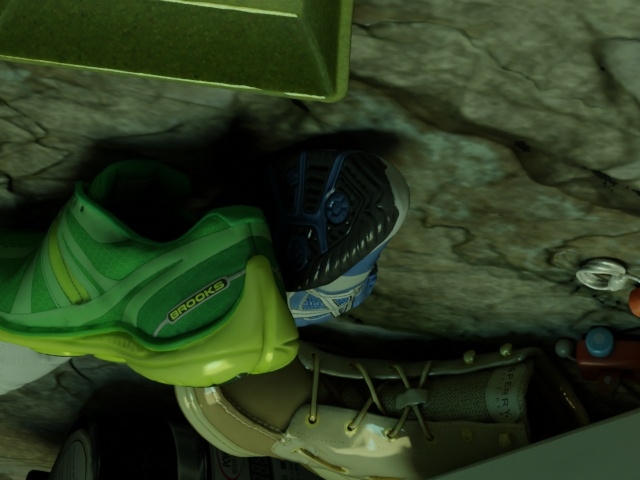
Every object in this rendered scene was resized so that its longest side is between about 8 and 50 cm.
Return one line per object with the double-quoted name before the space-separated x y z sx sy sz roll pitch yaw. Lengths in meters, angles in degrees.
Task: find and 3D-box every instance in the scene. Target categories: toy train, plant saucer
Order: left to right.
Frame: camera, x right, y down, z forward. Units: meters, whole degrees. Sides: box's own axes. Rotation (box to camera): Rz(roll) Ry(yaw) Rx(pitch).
"plant saucer" -0.075 -0.136 0.858 0.188 0.045 0.188 8 156 2
"toy train" 0.209 0.068 1.215 0.125 0.046 0.166 3 156 10

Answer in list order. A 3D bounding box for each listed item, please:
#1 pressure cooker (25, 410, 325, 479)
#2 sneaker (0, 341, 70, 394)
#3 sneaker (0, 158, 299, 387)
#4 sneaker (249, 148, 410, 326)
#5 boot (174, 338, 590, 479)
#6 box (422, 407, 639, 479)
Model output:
"pressure cooker" -0.102 0.331 1.503 0.420 0.376 0.370 14 158 -14
"sneaker" -0.237 0.041 1.289 0.094 0.080 0.212 -16 155 22
"sneaker" -0.115 0.011 1.141 0.109 0.124 0.295 -6 -171 -42
"sneaker" 0.000 0.000 1.121 0.081 0.080 0.211 -5 164 -30
"boot" 0.045 0.108 1.297 0.203 0.095 0.262 -10 152 36
"box" 0.179 0.182 1.236 0.275 0.094 0.113 -20 150 12
